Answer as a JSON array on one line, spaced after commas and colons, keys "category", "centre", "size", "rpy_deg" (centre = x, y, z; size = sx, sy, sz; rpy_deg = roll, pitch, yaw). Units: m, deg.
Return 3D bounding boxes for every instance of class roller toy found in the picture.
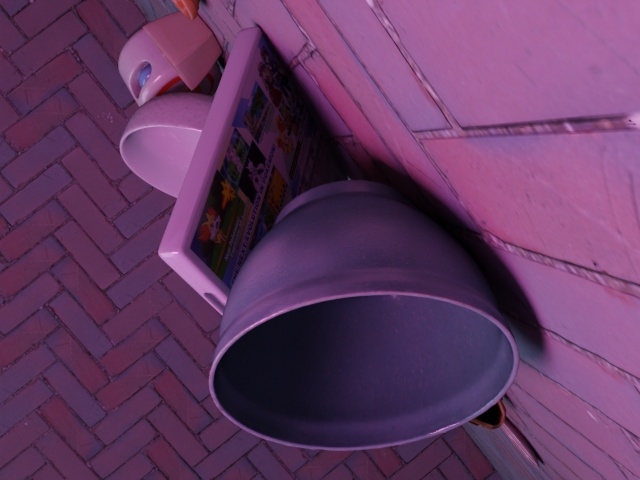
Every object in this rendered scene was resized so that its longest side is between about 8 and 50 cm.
[{"category": "roller toy", "centre": [-0.316, -0.354, 1.492], "size": [0.146, 0.191, 0.209], "rpy_deg": [57, 177, 16]}]

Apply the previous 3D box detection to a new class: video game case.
[{"category": "video game case", "centre": [-0.059, -0.041, 0.870], "size": [0.300, 0.036, 0.329], "rpy_deg": [55, -140, -47]}]

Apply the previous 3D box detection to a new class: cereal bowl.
[{"category": "cereal bowl", "centre": [-0.236, -0.200, 1.459], "size": [0.338, 0.141, 0.339], "rpy_deg": [10, 157, 4]}]

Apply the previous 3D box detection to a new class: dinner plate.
[{"category": "dinner plate", "centre": [0.405, 0.408, 1.440], "size": [0.141, 0.017, 0.141], "rpy_deg": [52, 177, 4]}]

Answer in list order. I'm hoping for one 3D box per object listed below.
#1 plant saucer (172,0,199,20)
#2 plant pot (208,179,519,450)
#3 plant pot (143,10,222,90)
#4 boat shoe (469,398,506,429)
[{"category": "plant saucer", "centre": [-0.246, -0.431, 1.068], "size": [0.200, 0.037, 0.200], "rpy_deg": [52, 178, 3]}, {"category": "plant pot", "centre": [0.036, 0.063, 0.726], "size": [0.293, 0.292, 0.196], "rpy_deg": [54, -156, -45]}, {"category": "plant pot", "centre": [-0.251, -0.370, 1.322], "size": [0.109, 0.096, 0.109], "rpy_deg": [50, 177, 15]}, {"category": "boat shoe", "centre": [0.226, 0.217, 1.133], "size": [0.307, 0.111, 0.104], "rpy_deg": [41, -178, -45]}]
